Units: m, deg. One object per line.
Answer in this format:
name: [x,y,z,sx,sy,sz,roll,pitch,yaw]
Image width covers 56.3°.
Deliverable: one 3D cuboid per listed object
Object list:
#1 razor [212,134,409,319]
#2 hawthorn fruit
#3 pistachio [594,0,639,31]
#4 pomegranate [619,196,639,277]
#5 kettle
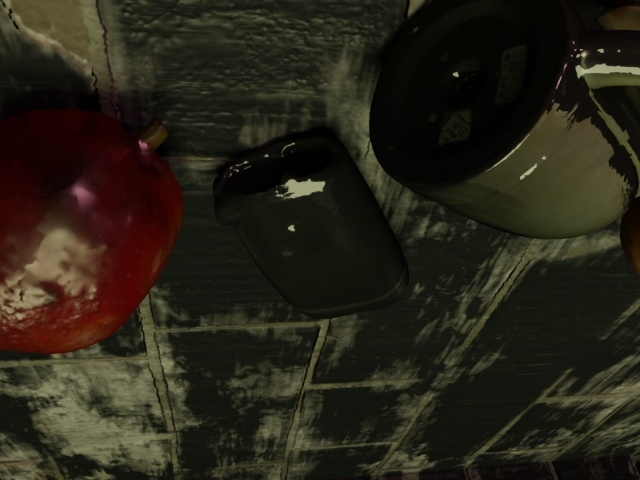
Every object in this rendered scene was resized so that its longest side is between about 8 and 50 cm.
razor: [0.000,0.002,0.865,0.204,0.114,0.349,-16,143,15]
hawthorn fruit: [-0.284,-0.022,0.680,0.307,0.265,0.265,-38,139,2]
pistachio: [0.381,-0.236,0.605,0.214,0.144,0.144,9,141,-15]
pomegranate: [0.565,-0.030,0.773,0.321,0.322,0.322,-5,144,-4]
kettle: [0.272,-0.116,0.644,0.324,0.229,0.320,21,158,-40]
